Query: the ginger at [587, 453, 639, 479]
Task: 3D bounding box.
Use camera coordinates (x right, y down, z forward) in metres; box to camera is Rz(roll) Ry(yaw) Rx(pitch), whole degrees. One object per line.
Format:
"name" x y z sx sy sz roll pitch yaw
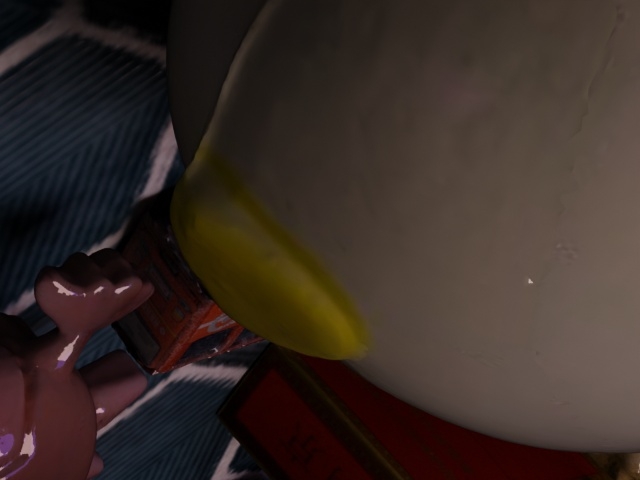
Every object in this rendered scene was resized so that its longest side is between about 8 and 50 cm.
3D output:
"ginger" 0.265 0.111 1.538 0.115 0.081 0.205 -49 155 -40

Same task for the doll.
"doll" -0.169 0.104 0.833 0.262 0.093 0.211 -51 152 17

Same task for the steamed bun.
"steamed bun" 0.118 -0.075 0.723 0.374 0.334 0.334 7 126 -53

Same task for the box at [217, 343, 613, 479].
"box" 0.065 0.131 1.167 0.240 0.153 0.074 0 127 -57

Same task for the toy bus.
"toy bus" 0.000 0.000 0.962 0.235 0.073 0.096 -15 153 -46
